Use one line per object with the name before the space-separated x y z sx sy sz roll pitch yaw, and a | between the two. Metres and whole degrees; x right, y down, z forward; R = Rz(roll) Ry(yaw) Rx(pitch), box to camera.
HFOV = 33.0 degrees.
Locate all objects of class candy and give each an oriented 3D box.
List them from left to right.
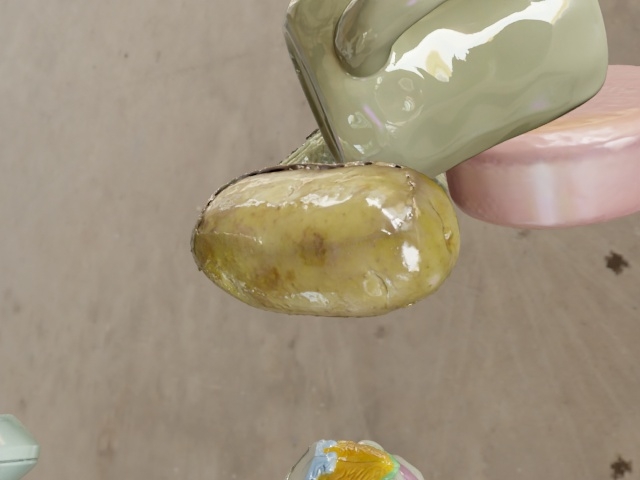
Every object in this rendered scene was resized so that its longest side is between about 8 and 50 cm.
candy | 0.232 -0.095 1.036 0.255 0.255 0.094 24 133 57

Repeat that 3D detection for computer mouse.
computer mouse | -0.455 0.264 1.194 0.159 0.289 0.097 150 107 -68

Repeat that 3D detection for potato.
potato | 0.000 0.000 0.628 0.171 0.080 0.107 -4 41 32

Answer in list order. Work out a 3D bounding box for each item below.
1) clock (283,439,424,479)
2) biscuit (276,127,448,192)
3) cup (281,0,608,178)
clock | 0.034 0.289 1.183 0.231 0.144 0.103 123 170 -52
biscuit | 0.000 -0.034 1.196 0.252 0.150 0.052 -35 33 23
cup | 0.093 -0.134 0.773 0.255 0.202 0.173 -123 10 -75
